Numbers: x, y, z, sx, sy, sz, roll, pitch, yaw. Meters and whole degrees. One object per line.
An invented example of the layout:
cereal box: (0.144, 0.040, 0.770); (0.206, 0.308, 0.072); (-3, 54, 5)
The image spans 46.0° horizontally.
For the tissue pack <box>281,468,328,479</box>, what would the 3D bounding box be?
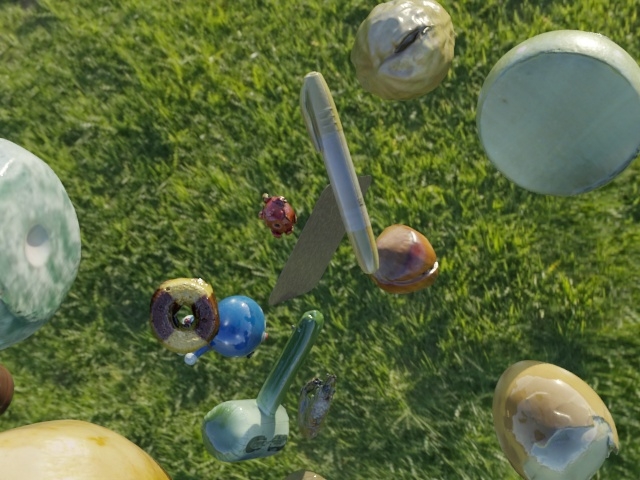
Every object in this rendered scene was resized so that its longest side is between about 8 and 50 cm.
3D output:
tissue pack: (-0.075, 0.723, 1.724); (0.387, 0.267, 0.277); (-47, 21, -2)

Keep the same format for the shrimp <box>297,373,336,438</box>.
shrimp: (-0.013, 0.369, 1.756); (0.047, 0.223, 0.126); (5, 41, -24)

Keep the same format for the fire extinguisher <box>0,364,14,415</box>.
fire extinguisher: (-0.567, 0.176, 1.046); (0.138, 0.344, 0.102); (-13, 64, 1)

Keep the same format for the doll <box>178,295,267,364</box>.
doll: (-0.263, 0.243, 1.986); (0.257, 0.161, 0.215); (-13, 39, 32)

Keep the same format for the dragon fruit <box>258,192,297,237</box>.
dragon fruit: (-0.128, -0.067, 2.177); (0.112, 0.126, 0.068); (3, 31, 37)

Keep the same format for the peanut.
peanut: (0.123, -0.285, 1.095); (0.149, 0.149, 0.313); (-8, 24, 15)

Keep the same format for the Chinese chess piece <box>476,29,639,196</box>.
Chinese chess piece: (0.504, -0.264, 1.577); (0.349, 0.349, 0.146); (5, 34, 21)

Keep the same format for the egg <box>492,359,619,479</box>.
egg: (0.414, 0.331, 1.364); (0.201, 0.201, 0.244); (-31, 61, 2)

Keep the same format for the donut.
donut: (-0.242, 0.133, 1.350); (0.140, 0.059, 0.140); (1, 86, -10)

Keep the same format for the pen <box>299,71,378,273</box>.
pen: (0.020, -0.072, 0.838); (0.040, 0.032, 0.233); (-18, 95, -18)

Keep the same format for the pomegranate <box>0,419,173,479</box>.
pomegranate: (-0.240, 0.359, 0.701); (0.411, 0.411, 0.411); (-8, 62, 15)

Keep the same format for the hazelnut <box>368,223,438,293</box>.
hazelnut: (0.200, 0.058, 1.875); (0.182, 0.182, 0.182); (-8, 62, 15)

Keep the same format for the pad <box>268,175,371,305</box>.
pad: (0.000, 0.000, 1.352); (0.002, 0.176, 0.266); (37, 115, 21)

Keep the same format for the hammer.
hammer: (-0.093, 0.280, 1.489); (0.119, 0.206, 0.335); (30, 93, 26)

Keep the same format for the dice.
dice: (-0.717, 0.008, 1.513); (0.348, 0.328, 0.330); (-2, 38, 15)
